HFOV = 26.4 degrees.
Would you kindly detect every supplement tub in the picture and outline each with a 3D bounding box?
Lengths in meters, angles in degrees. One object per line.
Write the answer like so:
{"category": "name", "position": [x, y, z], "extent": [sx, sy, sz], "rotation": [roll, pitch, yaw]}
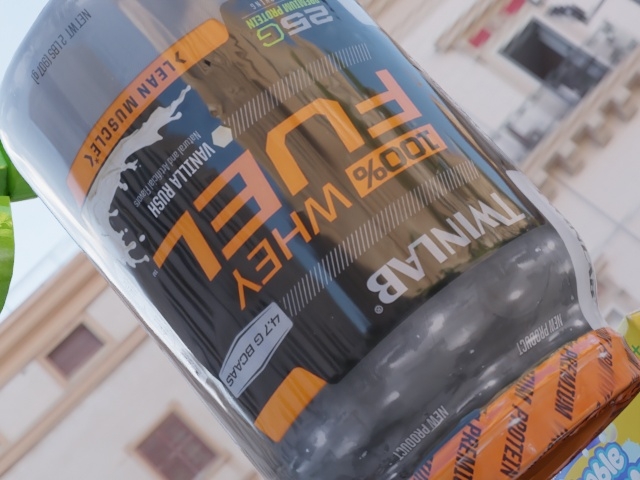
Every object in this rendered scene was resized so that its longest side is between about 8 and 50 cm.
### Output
{"category": "supplement tub", "position": [0.000, 0.000, 0.409], "extent": [0.117, 0.190, 0.117], "rotation": [-37, -18, -15]}

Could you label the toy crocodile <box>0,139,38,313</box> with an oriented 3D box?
{"category": "toy crocodile", "position": [-0.294, -0.087, 1.008], "extent": [0.115, 0.340, 0.105], "rotation": [-14, -38, -28]}

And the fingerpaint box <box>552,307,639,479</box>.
{"category": "fingerpaint box", "position": [0.308, 0.298, 1.040], "extent": [0.163, 0.371, 0.445], "rotation": [-20, -31, -32]}
